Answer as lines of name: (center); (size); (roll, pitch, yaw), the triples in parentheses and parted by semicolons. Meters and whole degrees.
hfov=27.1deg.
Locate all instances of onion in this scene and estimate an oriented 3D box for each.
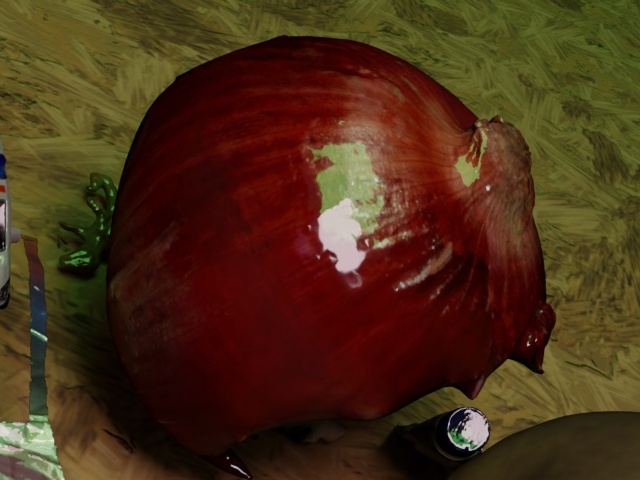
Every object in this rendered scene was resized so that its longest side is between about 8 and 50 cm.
onion: (-0.004, 0.003, 0.975); (0.341, 0.341, 0.341); (20, 34, -15)

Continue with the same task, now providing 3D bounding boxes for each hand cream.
hand cream: (0.095, 0.155, 1.022); (0.062, 0.163, 0.039); (27, 75, 1)

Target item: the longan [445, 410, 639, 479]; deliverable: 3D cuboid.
longan: (0.198, 0.236, 0.871); (0.300, 0.243, 0.300); (8, 0, 0)

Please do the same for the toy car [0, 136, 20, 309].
toy car: (-0.278, -0.037, 0.996); (0.089, 0.108, 0.209); (8, 39, -30)

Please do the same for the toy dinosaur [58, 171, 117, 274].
toy dinosaur: (-0.144, -0.002, 1.127); (0.162, 0.039, 0.126); (21, 43, -23)

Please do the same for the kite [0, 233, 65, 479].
kite: (-0.235, 0.125, 0.828); (0.204, 0.022, 0.360); (8, 51, -27)
